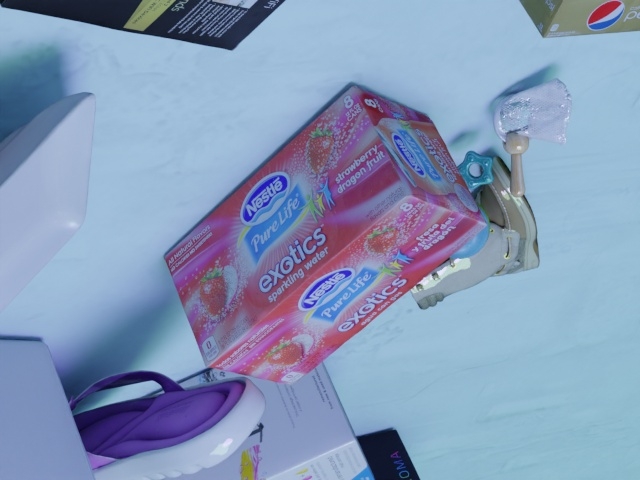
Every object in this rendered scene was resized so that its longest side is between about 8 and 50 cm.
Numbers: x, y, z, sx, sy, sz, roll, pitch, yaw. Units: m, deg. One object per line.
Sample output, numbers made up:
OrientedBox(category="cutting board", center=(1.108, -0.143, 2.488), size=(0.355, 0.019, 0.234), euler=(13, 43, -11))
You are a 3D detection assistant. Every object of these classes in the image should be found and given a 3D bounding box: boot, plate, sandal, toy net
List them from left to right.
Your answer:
OrientedBox(category="plate", center=(-0.310, 0.009, 1.537), size=(0.278, 0.045, 0.277), euler=(-48, 171, -25))
OrientedBox(category="sandal", center=(-0.232, 0.200, 1.887), size=(0.416, 0.169, 0.102), euler=(-19, 113, 35))
OrientedBox(category="boot", center=(0.162, -0.002, 1.963), size=(0.165, 0.077, 0.213), euler=(-22, 149, 0))
OrientedBox(category="toy net", center=(0.177, -0.091, 1.846), size=(0.232, 0.122, 0.045), euler=(-52, 177, 15))

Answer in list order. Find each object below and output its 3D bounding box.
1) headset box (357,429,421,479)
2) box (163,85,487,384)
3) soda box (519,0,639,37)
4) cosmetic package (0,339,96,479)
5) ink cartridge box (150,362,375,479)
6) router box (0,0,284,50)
OrientedBox(category="headset box", center=(0.008, 0.413, 2.309), size=(0.283, 0.246, 0.131), euler=(-10, 145, -22))
OrientedBox(category="box", center=(0.000, 0.000, 1.776), size=(0.300, 0.154, 0.142), euler=(-40, 145, 25))
OrientedBox(category="soda box", center=(0.292, -0.246, 1.698), size=(0.181, 0.061, 0.058), euler=(-8, 144, -27))
OrientedBox(category="cosmetic package", center=(-0.469, 0.314, 1.744), size=(0.394, 0.327, 0.329), euler=(5, 138, -41))
OrientedBox(category="ink cartridge box", center=(-0.077, 0.252, 2.079), size=(0.233, 0.168, 0.171), euler=(-24, 150, -1))
OrientedBox(category="router box", center=(-0.077, -0.279, 1.320), size=(0.243, 0.081, 0.309), euler=(6, 145, -45))
